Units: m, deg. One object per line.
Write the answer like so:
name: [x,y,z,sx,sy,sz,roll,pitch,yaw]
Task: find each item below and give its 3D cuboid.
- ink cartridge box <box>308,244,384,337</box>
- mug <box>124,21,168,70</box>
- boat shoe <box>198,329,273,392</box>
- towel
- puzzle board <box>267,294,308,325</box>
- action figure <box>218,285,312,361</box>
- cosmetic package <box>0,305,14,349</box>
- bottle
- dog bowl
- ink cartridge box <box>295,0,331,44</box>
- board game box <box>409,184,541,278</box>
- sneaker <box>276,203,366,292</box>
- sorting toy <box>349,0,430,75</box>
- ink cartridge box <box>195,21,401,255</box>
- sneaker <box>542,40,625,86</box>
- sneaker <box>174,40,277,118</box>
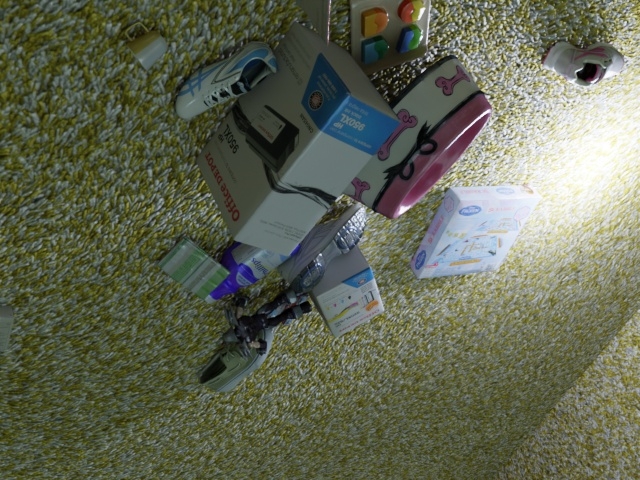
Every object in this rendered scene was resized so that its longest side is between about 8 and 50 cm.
ink cartridge box: [0.054,0.121,2.191,0.171,0.168,0.232,-28,143,-5]
mug: [-0.328,-0.370,1.489,0.064,0.062,0.078,-38,149,-4]
boat shoe: [-0.248,0.348,2.296,0.094,0.109,0.302,14,127,-40]
towel: [-0.315,0.069,1.957,0.152,0.023,0.113,40,110,-20]
puzzle board: [-0.102,0.205,2.310,0.096,0.011,0.128,8,128,-39]
action figure: [-0.159,0.219,2.173,0.285,0.099,0.185,-25,107,-27]
cosmetic package: [-0.764,0.207,1.852,0.060,0.041,0.115,2,131,-34]
bottle: [-0.191,0.057,2.020,0.283,0.092,0.118,-36,139,6]
dog bowl: [0.224,-0.218,1.794,0.408,0.150,0.408,-45,170,-10]
ink cartridge box: [-0.007,-0.533,1.354,0.066,0.261,0.296,-16,140,-17]
board game box: [0.468,-0.027,2.383,0.319,0.066,0.318,-3,135,-30]
sneaker: [0.000,0.000,2.078,0.297,0.129,0.111,-42,143,-16]
sorting toy: [0.157,-0.465,1.718,0.193,0.038,0.208,-21,141,-12]
ink cartridge box: [-0.062,-0.207,1.657,0.166,0.285,0.395,18,121,-42]
sneaker: [0.702,-0.446,2.038,0.252,0.111,0.103,-8,137,-27]
sneaker: [-0.196,-0.321,1.608,0.237,0.086,0.085,-33,144,5]
